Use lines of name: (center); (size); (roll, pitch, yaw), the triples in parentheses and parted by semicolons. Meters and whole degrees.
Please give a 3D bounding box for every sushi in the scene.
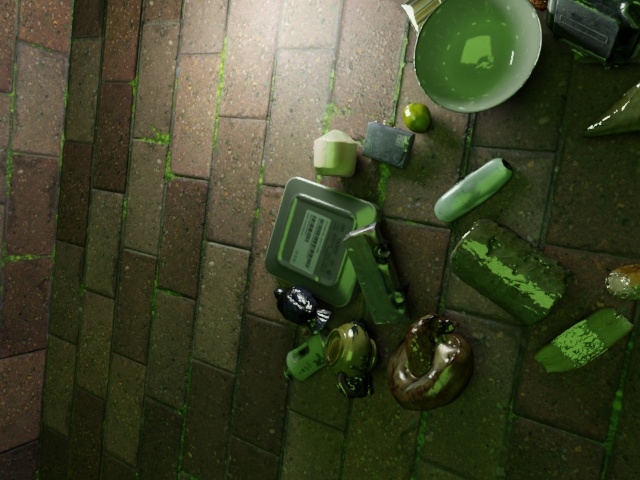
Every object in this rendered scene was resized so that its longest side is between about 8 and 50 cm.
sushi: (0.117, 0.475, 1.608); (0.098, 0.094, 0.084); (7, 92, 34)

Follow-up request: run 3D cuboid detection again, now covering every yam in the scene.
yam: (0.508, 0.079, 1.321); (0.300, 0.195, 0.195); (40, 110, 22)

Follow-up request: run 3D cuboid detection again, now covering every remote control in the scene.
remote control: (0.445, -0.147, 1.428); (0.256, 0.045, 0.097); (-41, 73, 21)

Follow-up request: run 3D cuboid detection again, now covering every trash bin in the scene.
trash bin: (0.743, -0.638, 1.146); (0.256, 0.296, 0.368); (41, 96, 24)

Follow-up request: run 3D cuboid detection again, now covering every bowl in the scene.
bowl: (0.445, -0.513, 1.352); (0.337, 0.157, 0.337); (2, 93, 30)

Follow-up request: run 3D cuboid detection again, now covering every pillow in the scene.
pillow: (0.372, -0.684, 1.447); (0.208, 0.052, 0.212); (-29, 79, 29)

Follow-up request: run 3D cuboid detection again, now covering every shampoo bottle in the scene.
shampoo bottle: (-0.044, 0.416, 1.698); (0.234, 0.087, 0.118); (-41, 77, 24)

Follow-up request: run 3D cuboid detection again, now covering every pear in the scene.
pear: (0.300, -0.375, 1.483); (0.092, 0.092, 0.097); (-36, 116, 25)

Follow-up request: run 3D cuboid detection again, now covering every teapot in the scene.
teapot: (0.115, 0.373, 1.549); (0.173, 0.182, 0.270); (-47, 33, 47)

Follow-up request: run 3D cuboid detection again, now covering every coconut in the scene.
coconut: (0.051, -0.287, 1.591); (0.147, 0.147, 0.153); (5, 96, 29)

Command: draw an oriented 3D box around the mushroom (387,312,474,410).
mushroom: (0.329, 0.357, 1.422); (0.263, 0.195, 0.283); (20, 99, 64)

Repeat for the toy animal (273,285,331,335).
toy animal: (-0.063, 0.236, 1.630); (0.122, 0.298, 0.185); (-42, 103, -11)

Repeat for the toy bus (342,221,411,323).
toy bus: (0.180, 0.110, 1.504); (0.137, 0.112, 0.317); (-19, 95, 15)

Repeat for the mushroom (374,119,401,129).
mushroom: (0.214, -0.364, 1.566); (0.101, 0.019, 0.049); (23, 102, 26)

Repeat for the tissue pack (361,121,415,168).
tissue pack: (0.215, -0.305, 1.538); (0.156, 0.051, 0.112); (24, 118, 25)

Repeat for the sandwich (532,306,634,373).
sandwich: (0.688, 0.272, 1.280); (0.258, 0.096, 0.094); (-44, 66, 21)

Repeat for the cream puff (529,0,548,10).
cream puff: (0.616, -0.698, 1.292); (0.149, 0.084, 0.149); (1, 92, 32)

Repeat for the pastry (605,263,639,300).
pastry: (0.788, 0.102, 1.188); (0.153, 0.153, 0.081); (-6, 92, 29)

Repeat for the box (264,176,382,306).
box: (0.000, 0.000, 1.660); (0.373, 0.090, 0.367); (22, 103, 28)

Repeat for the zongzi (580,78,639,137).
zongzi: (0.837, -0.425, 1.134); (0.392, 0.174, 0.356); (3, 89, 35)
